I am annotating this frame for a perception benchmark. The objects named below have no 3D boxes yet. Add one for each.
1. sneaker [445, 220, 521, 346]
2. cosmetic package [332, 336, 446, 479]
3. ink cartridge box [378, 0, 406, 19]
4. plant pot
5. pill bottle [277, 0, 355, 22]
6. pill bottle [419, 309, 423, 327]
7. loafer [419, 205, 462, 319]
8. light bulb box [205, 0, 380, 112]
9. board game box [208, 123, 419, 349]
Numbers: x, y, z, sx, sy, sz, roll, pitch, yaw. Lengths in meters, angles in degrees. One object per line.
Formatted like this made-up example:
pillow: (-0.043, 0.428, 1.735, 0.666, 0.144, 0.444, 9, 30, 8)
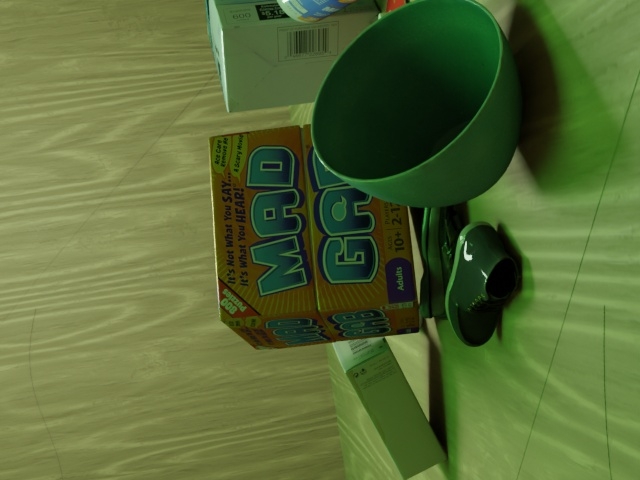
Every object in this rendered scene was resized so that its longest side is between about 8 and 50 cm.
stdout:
sneaker: (0.250, 0.093, 1.452, 0.118, 0.083, 0.222, -112, 16, -59)
cosmetic package: (0.149, 0.346, 2.042, 0.309, 0.113, 0.160, 63, 180, -21)
ink cartridge box: (0.134, -0.357, 1.875, 0.296, 0.066, 0.261, 96, 163, -62)
plant pot: (0.161, -0.159, 1.287, 0.195, 0.290, 0.290, 38, -154, -42)
pill bottle: (0.033, -0.537, 1.842, 0.272, 0.152, 0.152, -9, 90, 57)
pill bottle: (0.184, 0.168, 2.106, 0.120, 0.067, 0.067, -157, 58, -81)
loafer: (0.226, 0.021, 1.659, 0.096, 0.084, 0.267, -52, -33, -55)
light bulb box: (-0.076, -0.501, 2.170, 0.361, 0.358, 0.225, -109, 14, -46)
board game box: (0.000, 0.000, 1.852, 0.356, 0.356, 0.356, 67, -163, -74)
